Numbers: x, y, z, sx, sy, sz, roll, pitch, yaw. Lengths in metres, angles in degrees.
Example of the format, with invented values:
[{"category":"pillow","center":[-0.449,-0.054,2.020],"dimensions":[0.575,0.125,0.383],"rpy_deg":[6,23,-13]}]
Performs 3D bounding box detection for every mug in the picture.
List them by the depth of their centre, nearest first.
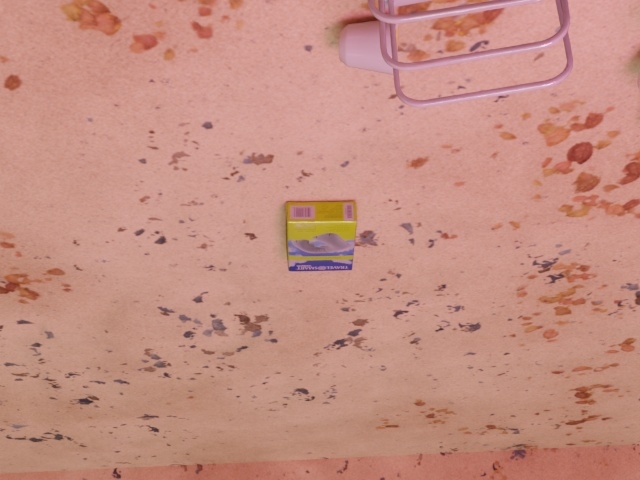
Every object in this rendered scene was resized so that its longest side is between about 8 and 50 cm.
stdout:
[{"category":"mug","center":[0.055,-0.216,1.048],"dimensions":[0.064,0.062,0.078],"rpy_deg":[3,145,8]}]

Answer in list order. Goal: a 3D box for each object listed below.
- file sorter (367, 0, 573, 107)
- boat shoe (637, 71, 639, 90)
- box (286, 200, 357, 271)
[{"category":"file sorter","center":[0.130,-0.272,0.834],"dimensions":[0.193,0.173,0.278],"rpy_deg":[-7,151,11]},{"category":"boat shoe","center":[0.422,-0.188,1.074],"dimensions":[0.096,0.098,0.277],"rpy_deg":[-10,151,14]},{"category":"box","center":[0.000,0.000,1.451],"dimensions":[0.109,0.042,0.178],"rpy_deg":[-1,150,-1]}]
